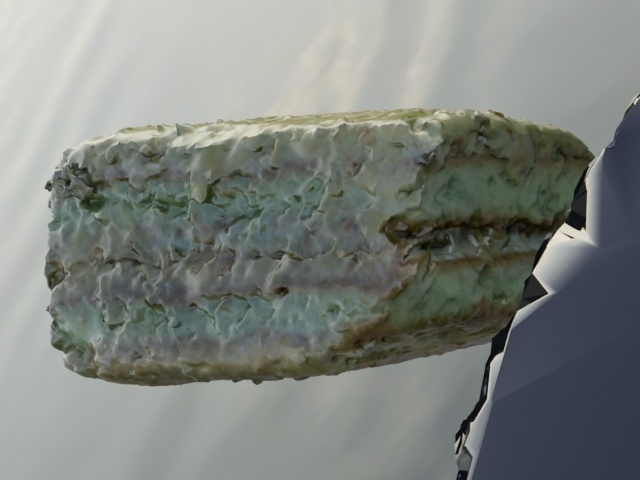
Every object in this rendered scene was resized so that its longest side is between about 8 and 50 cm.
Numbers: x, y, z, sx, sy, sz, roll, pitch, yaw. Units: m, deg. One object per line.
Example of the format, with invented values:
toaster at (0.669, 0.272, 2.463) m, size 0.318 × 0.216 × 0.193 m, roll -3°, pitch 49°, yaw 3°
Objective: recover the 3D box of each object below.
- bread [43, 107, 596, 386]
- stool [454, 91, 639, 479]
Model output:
bread at (0.000, 0.000, 0.745) m, size 0.196 × 0.102 × 0.138 m, roll -2°, pitch 5°, yaw 38°
stool at (0.239, 0.101, 0.430) m, size 0.297 × 0.330 × 0.297 m, roll -35°, pitch 42°, yaw 39°
